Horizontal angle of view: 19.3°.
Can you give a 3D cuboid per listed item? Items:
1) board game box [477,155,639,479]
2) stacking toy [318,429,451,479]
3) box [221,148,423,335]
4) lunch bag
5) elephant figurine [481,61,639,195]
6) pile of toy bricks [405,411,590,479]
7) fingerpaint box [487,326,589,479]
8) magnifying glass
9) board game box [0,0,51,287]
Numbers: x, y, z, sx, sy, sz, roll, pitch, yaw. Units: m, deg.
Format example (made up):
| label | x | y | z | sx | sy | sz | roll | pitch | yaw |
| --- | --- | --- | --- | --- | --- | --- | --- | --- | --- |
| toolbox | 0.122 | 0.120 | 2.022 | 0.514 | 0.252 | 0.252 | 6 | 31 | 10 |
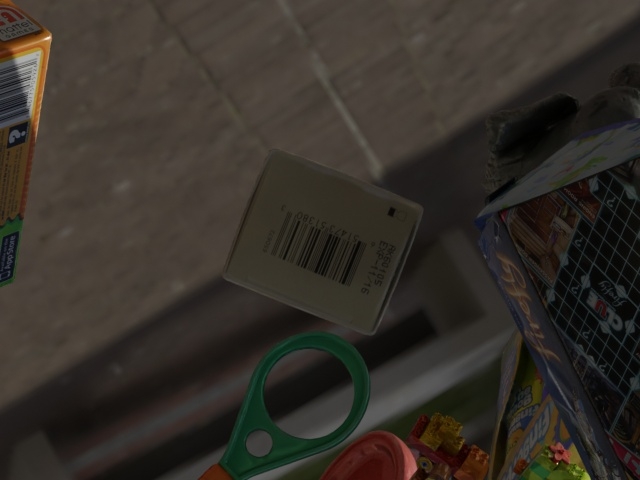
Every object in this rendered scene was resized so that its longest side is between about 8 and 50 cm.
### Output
| label | x | y | z | sx | sy | sz | roll | pitch | yaw |
| --- | --- | --- | --- | --- | --- | --- | --- | --- | --- |
| board game box | 0.199 | 0.072 | 0.888 | 0.165 | 0.243 | 0.042 | -20 | 167 | -16 |
| stacking toy | 0.077 | 0.360 | 1.832 | 0.130 | 0.309 | 0.279 | 26 | 108 | -29 |
| box | 0.000 | 0.000 | 1.718 | 0.311 | 0.148 | 0.121 | 36 | 75 | -89 |
| lunch bag | 0.239 | -0.037 | 1.511 | 0.176 | 0.090 | 0.219 | -33 | -171 | -23 |
| elephant figurine | 0.226 | -0.065 | 1.824 | 0.239 | 0.169 | 0.186 | -12 | 140 | 29 |
| pile of toy bricks | 0.167 | 0.197 | 1.446 | 0.105 | 0.212 | 0.118 | -56 | 179 | 34 |
| fingerpaint box | 0.332 | 0.175 | 2.216 | 0.163 | 0.371 | 0.445 | 16 | 141 | -6 |
| magnifying glass | -0.055 | 0.165 | 1.477 | 0.231 | 0.092 | 0.026 | -45 | 172 | -5 |
| board game box | -0.568 | -0.126 | 2.105 | 0.356 | 0.356 | 0.357 | -25 | 142 | -42 |
